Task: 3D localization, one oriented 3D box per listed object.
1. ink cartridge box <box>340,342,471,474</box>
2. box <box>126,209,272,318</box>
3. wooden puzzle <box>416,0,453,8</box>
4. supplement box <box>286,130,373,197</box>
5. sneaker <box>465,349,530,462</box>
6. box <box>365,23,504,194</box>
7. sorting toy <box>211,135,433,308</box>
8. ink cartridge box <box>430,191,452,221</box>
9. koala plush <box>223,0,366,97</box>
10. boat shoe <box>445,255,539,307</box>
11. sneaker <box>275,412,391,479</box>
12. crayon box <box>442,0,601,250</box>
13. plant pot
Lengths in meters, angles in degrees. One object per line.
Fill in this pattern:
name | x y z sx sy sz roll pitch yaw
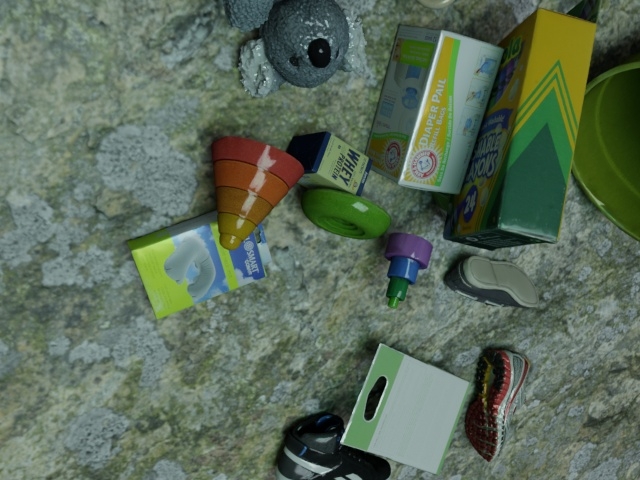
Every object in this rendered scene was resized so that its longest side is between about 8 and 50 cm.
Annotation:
ink cartridge box | 0.136 0.278 1.067 0.235 0.056 0.171 28 80 -31
box | -0.151 0.022 0.853 0.178 0.042 0.109 -22 118 -16
wooden puzzle | 0.144 -0.515 0.766 0.322 0.080 0.348 -45 117 -4
supplement box | 0.007 -0.098 0.851 0.083 0.083 0.056 27 78 -33
sneaker | 0.336 0.308 1.183 0.092 0.088 0.225 0 110 -28
box | 0.149 -0.177 0.878 0.103 0.114 0.203 6 108 -26
sorting toy | 0.000 0.000 0.847 0.365 0.127 0.126 27 73 -31
ink cartridge box | 0.281 -0.099 1.005 0.209 0.062 0.109 -39 121 -8
koala plush | -0.022 -0.274 0.742 0.196 0.203 0.221 -22 140 -7
boat shoe | 0.296 0.077 1.099 0.206 0.075 0.065 18 144 -36
sneaker | 0.041 0.347 1.057 0.216 0.079 0.121 10 106 -28
crayon box | 0.258 -0.156 0.850 0.083 0.203 0.323 13 85 -6
plant pot | 0.646 -0.210 1.000 0.353 0.366 0.367 -42 123 -19
